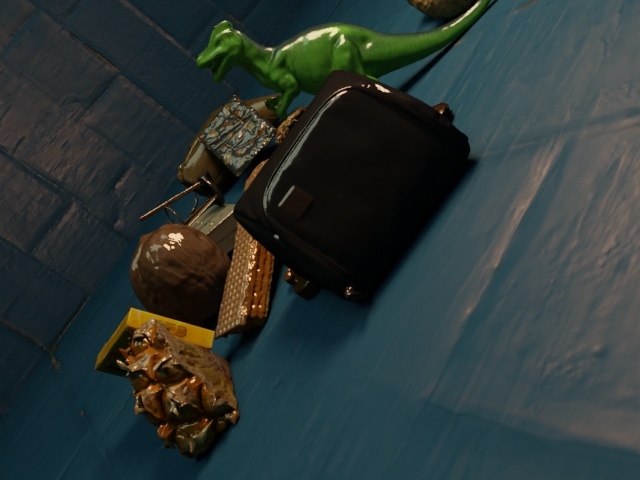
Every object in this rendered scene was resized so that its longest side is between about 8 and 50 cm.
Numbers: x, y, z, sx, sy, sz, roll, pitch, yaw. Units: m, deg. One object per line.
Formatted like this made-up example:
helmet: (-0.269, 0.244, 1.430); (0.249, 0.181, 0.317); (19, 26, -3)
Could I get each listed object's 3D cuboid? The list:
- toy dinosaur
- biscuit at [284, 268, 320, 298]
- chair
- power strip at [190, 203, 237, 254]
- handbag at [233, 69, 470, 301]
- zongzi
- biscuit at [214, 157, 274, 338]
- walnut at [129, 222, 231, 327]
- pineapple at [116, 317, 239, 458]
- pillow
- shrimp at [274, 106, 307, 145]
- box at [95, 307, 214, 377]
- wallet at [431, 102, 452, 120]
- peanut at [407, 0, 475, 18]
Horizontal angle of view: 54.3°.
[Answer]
toy dinosaur: (0.040, -0.420, 1.217); (0.500, 0.374, 0.144); (-46, 12, 22)
biscuit: (0.000, 0.000, 1.054); (0.180, 0.039, 0.236); (-46, 19, 20)
chair: (-0.315, -0.072, 1.508); (0.095, 0.104, 0.221); (24, 60, 36)
power strip: (-0.290, 0.035, 1.533); (0.261, 0.141, 0.229); (-43, 18, -17)
handbag: (0.027, -0.090, 0.881); (0.302, 0.178, 0.275); (-53, 32, 0)
zongzi: (-0.295, -0.274, 1.974); (0.418, 0.181, 0.447); (-8, 48, 52)
biscuit: (-0.123, 0.006, 1.166); (0.094, 0.054, 0.379); (-35, 40, 43)
walnut: (-0.292, 0.072, 1.294); (0.224, 0.224, 0.224); (-43, 22, 22)
pineapple: (-0.213, 0.221, 0.988); (0.114, 0.186, 0.236); (-42, 63, 8)
pillow: (-0.254, -0.321, 1.879); (0.189, 0.034, 0.255); (-51, 53, 5)
shrimp: (-0.083, -0.335, 1.806); (0.124, 0.034, 0.178); (-37, 20, 20)
box: (-0.313, 0.206, 1.148); (0.269, 0.152, 0.043); (-44, 32, 50)
wallet: (0.124, -0.170, 1.072); (0.137, 0.031, 0.255); (-53, 22, -14)
peanut: (0.239, -0.532, 1.301); (0.136, 0.120, 0.298); (-5, 24, -3)
